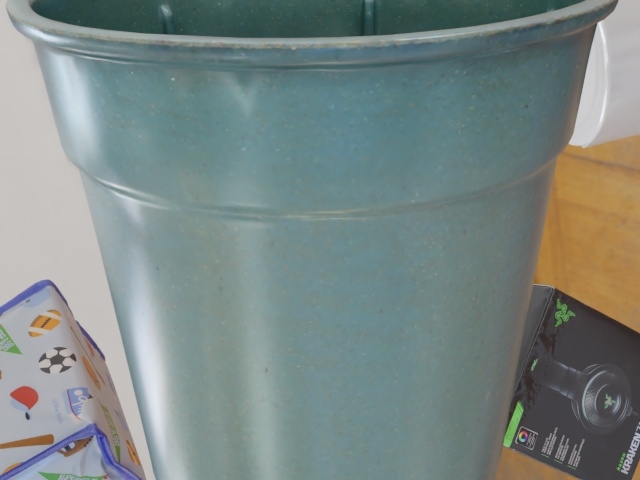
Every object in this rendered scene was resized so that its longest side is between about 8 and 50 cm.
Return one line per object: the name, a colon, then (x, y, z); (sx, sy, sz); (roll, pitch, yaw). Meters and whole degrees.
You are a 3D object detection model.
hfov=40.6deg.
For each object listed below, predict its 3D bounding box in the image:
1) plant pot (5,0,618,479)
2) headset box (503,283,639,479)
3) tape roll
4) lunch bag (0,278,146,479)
plant pot: (0.000, 0.000, 0.569); (0.341, 0.341, 0.334); (30, 130, 48)
headset box: (0.369, 0.222, 1.336); (0.283, 0.246, 0.131); (27, 171, -20)
tape roll: (0.354, -0.247, 1.015); (0.246, 0.169, 0.246); (166, 90, -84)
lunch bag: (-0.454, 0.294, 1.140); (0.328, 0.385, 0.239); (50, 165, 50)
